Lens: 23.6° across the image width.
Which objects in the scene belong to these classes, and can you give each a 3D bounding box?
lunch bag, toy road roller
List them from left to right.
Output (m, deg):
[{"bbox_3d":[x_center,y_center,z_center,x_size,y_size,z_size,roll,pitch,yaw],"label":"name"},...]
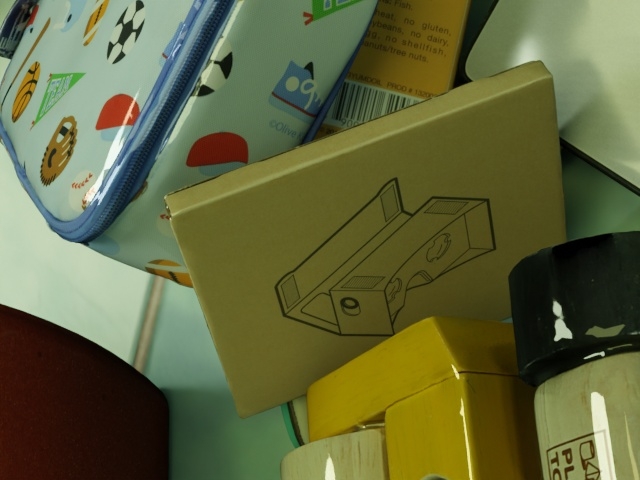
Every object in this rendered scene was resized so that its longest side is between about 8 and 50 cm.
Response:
[{"bbox_3d":[-0.087,-0.126,0.879,0.243,0.115,0.303,-63,29,11],"label":"lunch bag"},{"bbox_3d":[0.150,0.144,0.750,0.329,0.240,0.203,-33,55,51],"label":"toy road roller"}]

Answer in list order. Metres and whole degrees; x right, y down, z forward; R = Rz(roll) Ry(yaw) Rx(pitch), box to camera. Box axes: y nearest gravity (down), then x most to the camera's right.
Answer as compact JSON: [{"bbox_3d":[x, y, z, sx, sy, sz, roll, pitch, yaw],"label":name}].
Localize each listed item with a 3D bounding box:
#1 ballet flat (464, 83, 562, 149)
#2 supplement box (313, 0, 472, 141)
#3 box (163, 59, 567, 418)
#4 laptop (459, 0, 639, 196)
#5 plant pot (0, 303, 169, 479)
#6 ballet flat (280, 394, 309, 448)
[{"bbox_3d":[0.123,-0.088,0.853,0.206,0.067,0.073,-41,69,19],"label":"ballet flat"},{"bbox_3d":[0.042,-0.128,0.861,0.080,0.078,0.234,16,80,-5],"label":"supplement box"},{"bbox_3d":[0.033,0.005,0.802,0.201,0.164,0.021,-21,45,-6],"label":"box"},{"bbox_3d":[0.267,-0.142,0.609,0.382,0.236,0.408,36,109,19],"label":"laptop"},{"bbox_3d":[-0.227,0.176,0.918,0.267,0.235,0.267,-3,84,28],"label":"plant pot"},{"bbox_3d":[0.000,0.000,0.907,0.086,0.086,0.249,-17,77,25],"label":"ballet flat"}]
